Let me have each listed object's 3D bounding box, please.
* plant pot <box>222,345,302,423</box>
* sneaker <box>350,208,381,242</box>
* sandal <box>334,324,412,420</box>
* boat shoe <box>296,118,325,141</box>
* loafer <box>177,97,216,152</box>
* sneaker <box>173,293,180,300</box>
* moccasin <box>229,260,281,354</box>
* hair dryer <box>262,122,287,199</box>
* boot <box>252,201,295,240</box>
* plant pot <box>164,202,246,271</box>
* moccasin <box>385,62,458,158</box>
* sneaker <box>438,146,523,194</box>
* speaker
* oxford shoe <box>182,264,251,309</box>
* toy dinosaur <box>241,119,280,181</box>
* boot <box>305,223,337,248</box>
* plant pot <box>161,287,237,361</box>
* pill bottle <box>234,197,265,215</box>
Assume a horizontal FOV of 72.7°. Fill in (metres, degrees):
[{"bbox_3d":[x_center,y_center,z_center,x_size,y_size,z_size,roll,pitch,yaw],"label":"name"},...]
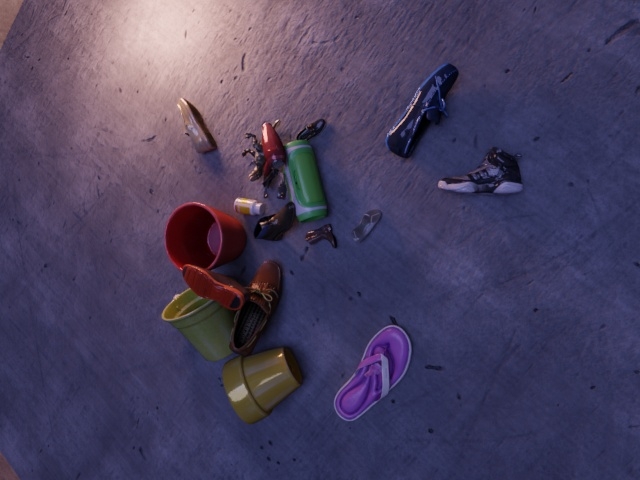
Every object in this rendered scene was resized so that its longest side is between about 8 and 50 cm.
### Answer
[{"bbox_3d":[-0.209,0.532,1.669,0.239,0.254,0.254,-28,80,4],"label":"plant pot"},{"bbox_3d":[0.169,-0.054,1.619,0.053,0.061,0.152,41,84,24],"label":"sneaker"},{"bbox_3d":[0.192,0.500,1.580,0.169,0.102,0.416,34,101,17],"label":"sandal"},{"bbox_3d":[-0.037,-0.428,1.700,0.133,0.042,0.049,-36,76,15],"label":"boat shoe"},{"bbox_3d":[-0.549,-0.489,1.860,0.092,0.102,0.269,-32,80,12],"label":"loafer"},{"bbox_3d":[-0.530,0.275,1.873,0.212,0.080,0.094,31,96,8],"label":"sneaker"},{"bbox_3d":[-0.250,0.246,1.667,0.139,0.147,0.380,25,67,4],"label":"moccasin"},{"bbox_3d":[-0.201,-0.301,1.664,0.223,0.080,0.294,19,110,57],"label":"hair dryer"},{"bbox_3d":[-0.178,-0.067,1.670,0.219,0.106,0.082,-55,51,42],"label":"boot"},{"bbox_3d":[-0.442,-0.006,1.744,0.274,0.243,0.275,0,90,20],"label":"plant pot"},{"bbox_3d":[0.373,-0.435,1.507,0.117,0.137,0.342,48,119,28],"label":"moccasin"},{"bbox_3d":[0.535,-0.231,1.457,0.268,0.101,0.153,3,90,15],"label":"sneaker"},{"bbox_3d":[-0.062,-0.224,1.664,0.131,0.131,0.297,-16,84,20],"label":"speaker"},{"bbox_3d":[-0.381,0.162,1.587,0.271,0.098,0.097,29,112,11],"label":"oxford shoe"},{"bbox_3d":[-0.258,-0.376,1.776,0.118,0.064,0.268,21,95,13],"label":"toy dinosaur"},{"bbox_3d":[0.000,0.000,1.687,0.114,0.037,0.106,-22,69,16],"label":"boot"},{"bbox_3d":[-0.437,0.326,1.721,0.276,0.276,0.254,-18,110,20],"label":"plant pot"},{"bbox_3d":[-0.290,-0.136,1.782,0.116,0.065,0.065,12,94,21],"label":"pill bottle"}]
